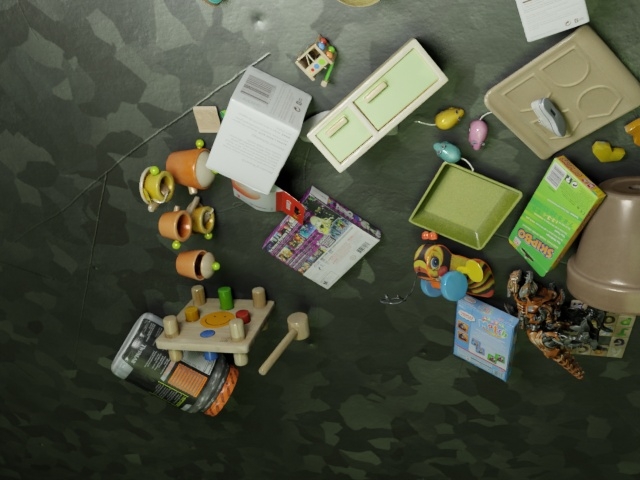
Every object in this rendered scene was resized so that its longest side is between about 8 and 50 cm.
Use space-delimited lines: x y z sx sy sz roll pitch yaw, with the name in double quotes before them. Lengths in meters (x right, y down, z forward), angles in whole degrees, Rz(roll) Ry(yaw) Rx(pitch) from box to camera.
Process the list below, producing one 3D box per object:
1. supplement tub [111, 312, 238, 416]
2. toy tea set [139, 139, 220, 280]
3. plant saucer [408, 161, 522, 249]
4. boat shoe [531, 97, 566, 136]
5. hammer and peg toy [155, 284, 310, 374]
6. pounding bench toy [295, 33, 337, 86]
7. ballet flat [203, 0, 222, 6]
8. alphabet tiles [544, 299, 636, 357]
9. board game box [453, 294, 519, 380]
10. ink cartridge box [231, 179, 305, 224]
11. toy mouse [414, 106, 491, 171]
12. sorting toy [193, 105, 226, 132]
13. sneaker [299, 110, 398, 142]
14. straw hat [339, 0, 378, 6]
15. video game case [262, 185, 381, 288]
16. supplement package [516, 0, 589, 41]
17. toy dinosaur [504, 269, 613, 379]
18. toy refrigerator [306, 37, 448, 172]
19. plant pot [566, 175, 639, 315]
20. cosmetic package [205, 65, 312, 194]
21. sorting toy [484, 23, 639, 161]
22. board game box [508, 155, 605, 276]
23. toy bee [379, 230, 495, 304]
"supplement tub" -0.430 0.378 1.891 0.338 0.207 0.207 33 130 -14
"toy tea set" -0.288 -0.062 1.485 0.124 0.200 0.336 4 131 21
"plant saucer" 0.322 -0.086 1.418 0.188 0.045 0.188 22 132 -5
"boat shoe" 0.439 -0.236 1.220 0.100 0.035 0.035 38 158 -32
"hammer and peg toy" -0.223 0.224 1.675 0.361 0.266 0.128 1 112 14
"pounding bench toy" 0.005 -0.355 1.258 0.065 0.052 0.083 -32 117 33
"ballet flat" -0.258 -0.528 1.176 0.067 0.073 0.206 3 134 48
"alphabet tiles" 0.672 0.227 1.626 0.237 0.009 0.198 3 131 11
"board game box" 0.426 0.253 1.641 0.160 0.039 0.212 26 140 33
"ink cartridge box" -0.121 -0.092 1.448 0.179 0.045 0.145 37 166 6
"toy mouse" 0.292 -0.205 1.301 0.160 0.031 0.143 -19 103 10
"sorting toy" -0.240 -0.272 1.415 0.083 0.012 0.062 3 126 16
"sneaker" 0.062 -0.228 1.343 0.212 0.080 0.094 -9 141 17
"straw hat" 0.054 -0.473 1.134 0.144 0.145 0.061 23 169 -6
"video game case" 0.000 0.000 1.571 0.210 0.042 0.232 32 130 -13
"supplement package" 0.371 -0.447 1.054 0.105 0.105 0.179 -14 125 24
"toy dinosaur" 0.582 0.201 1.554 0.218 0.164 0.322 -15 135 41
"toy refrigerator" 0.108 -0.260 1.223 0.269 0.094 0.102 -39 102 16
"plant pot" 0.649 -0.004 1.299 0.262 0.263 0.229 -1 112 15
"cosmetic package" -0.130 -0.231 1.331 0.151 0.151 0.184 24 132 -9
"sorting toy" 0.503 -0.255 1.238 0.307 0.041 0.229 35 132 -24
"board game box" 0.496 -0.044 1.352 0.039 0.124 0.259 -17 145 -27
"toy bee" 0.289 0.060 1.466 0.195 0.298 0.162 4 95 40
